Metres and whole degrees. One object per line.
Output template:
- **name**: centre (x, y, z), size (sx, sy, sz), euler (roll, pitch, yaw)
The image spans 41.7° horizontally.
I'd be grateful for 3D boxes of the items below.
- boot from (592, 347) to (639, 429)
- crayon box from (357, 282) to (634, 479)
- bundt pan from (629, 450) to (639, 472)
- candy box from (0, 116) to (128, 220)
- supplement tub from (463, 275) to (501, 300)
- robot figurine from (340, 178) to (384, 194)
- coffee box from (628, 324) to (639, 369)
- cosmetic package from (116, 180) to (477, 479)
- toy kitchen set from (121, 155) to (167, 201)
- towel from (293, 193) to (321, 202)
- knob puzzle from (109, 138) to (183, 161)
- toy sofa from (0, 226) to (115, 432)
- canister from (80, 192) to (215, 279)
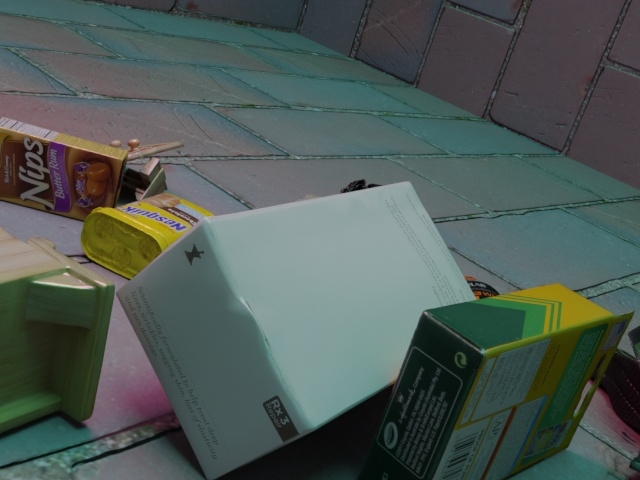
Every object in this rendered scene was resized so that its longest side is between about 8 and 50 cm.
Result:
- **boot**: centre (0.478, 0.212, 1.200), size (0.137, 0.076, 0.198), euler (19, 22, -16)
- **crayon box**: centre (0.197, 0.160, 0.905), size (0.323, 0.203, 0.083), euler (-4, 30, -46)
- **bundt pan**: centre (0.521, 0.239, 0.917), size (0.331, 0.124, 0.331), euler (15, -4, 1)
- **candy box**: centre (-0.383, -0.098, 1.213), size (0.187, 0.109, 0.053), euler (15, 21, -7)
- **supplement tub**: centre (0.207, 0.127, 1.119), size (0.117, 0.117, 0.190), euler (13, 21, -13)
- **robot figurine**: centre (0.060, 0.018, 1.212), size (0.291, 0.085, 0.211), euler (-19, 68, -47)
- **coffee box**: centre (0.484, 0.205, 1.115), size (0.184, 0.040, 0.113), euler (45, 26, -19)
- **cosmetic package**: centre (0.002, 0.075, 0.906), size (0.385, 0.156, 0.217), euler (-13, 72, -52)
- **toy kitchen set**: centre (-0.296, -0.092, 1.337), size (0.075, 0.083, 0.068), euler (22, 62, 12)
- **towel**: centre (0.000, 0.000, 1.371), size (0.187, 0.049, 0.282), euler (24, 23, 17)
- **knob puzzle**: centre (-0.348, -0.139, 1.343), size (0.213, 0.030, 0.213), euler (-10, 13, 2)
- **toy sofa**: centre (-0.361, 0.099, 0.676), size (0.177, 0.150, 0.363), euler (23, 21, 27)
- **canister**: centre (-0.230, -0.009, 1.167), size (0.126, 0.073, 0.170), euler (24, 20, 14)
